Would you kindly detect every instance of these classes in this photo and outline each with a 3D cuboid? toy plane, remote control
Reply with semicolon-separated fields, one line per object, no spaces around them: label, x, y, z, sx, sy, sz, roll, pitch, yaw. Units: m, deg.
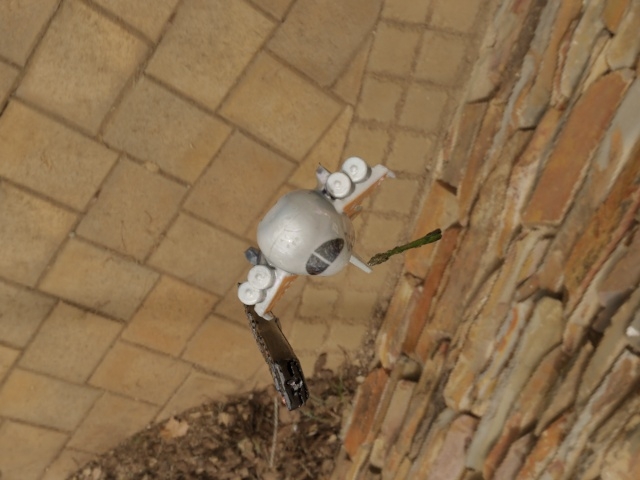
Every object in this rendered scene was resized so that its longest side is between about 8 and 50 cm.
toy plane;0.000;0.000;0.778;0.245;0.117;0.244;-43;167;-13
remote control;-0.105;0.211;1.345;0.062;0.399;0.144;-20;114;-11

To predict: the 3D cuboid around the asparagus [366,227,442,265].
asparagus;0.169;0.013;1.228;0.233;0.022;0.023;-19;145;-42
